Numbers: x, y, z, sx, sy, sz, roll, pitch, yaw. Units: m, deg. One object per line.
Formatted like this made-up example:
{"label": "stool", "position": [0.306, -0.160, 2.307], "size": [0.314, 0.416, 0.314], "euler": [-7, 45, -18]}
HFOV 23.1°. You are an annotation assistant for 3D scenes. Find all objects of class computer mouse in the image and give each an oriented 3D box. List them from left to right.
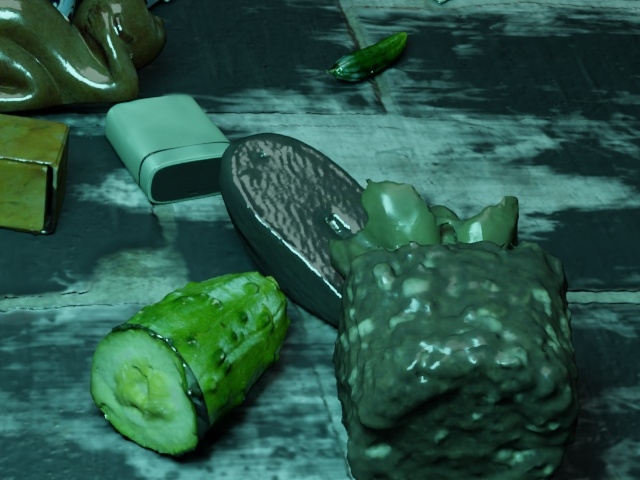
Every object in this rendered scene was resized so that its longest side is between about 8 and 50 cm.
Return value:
{"label": "computer mouse", "position": [0.000, 0.000, 1.640], "size": [0.270, 0.086, 0.137], "euler": [42, 57, 15]}

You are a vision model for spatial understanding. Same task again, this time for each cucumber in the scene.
{"label": "cucumber", "position": [-0.101, 0.092, 1.475], "size": [0.134, 0.134, 0.244], "euler": [25, 34, 18]}
{"label": "cucumber", "position": [0.063, -0.230, 2.005], "size": [0.039, 0.039, 0.168], "euler": [31, 39, 25]}

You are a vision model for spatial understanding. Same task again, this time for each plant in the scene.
{"label": "plant", "position": [0.116, 0.085, 1.457], "size": [0.215, 0.213, 0.312], "euler": [1, 35, -8]}

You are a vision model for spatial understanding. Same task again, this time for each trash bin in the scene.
{"label": "trash bin", "position": [-0.166, -0.105, 1.764], "size": [0.116, 0.059, 0.130], "euler": [-10, 40, -28]}

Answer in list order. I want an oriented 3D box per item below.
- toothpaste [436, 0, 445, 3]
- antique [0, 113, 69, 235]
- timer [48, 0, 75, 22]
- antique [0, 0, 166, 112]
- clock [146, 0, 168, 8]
{"label": "toothpaste", "position": [0.223, -0.391, 2.264], "size": [0.216, 0.037, 0.062], "euler": [-29, 53, -35]}
{"label": "antique", "position": [-0.425, -0.084, 1.643], "size": [0.310, 0.093, 0.087], "euler": [8, 36, -3]}
{"label": "timer", "position": [-0.325, -0.305, 1.881], "size": [0.255, 0.175, 0.175], "euler": [-5, 35, 10]}
{"label": "antique", "position": [-0.303, -0.225, 1.793], "size": [0.257, 0.143, 0.121], "euler": [-4, 12, -9]}
{"label": "clock", "position": [-0.296, -0.396, 2.050], "size": [0.253, 0.083, 0.186], "euler": [35, 40, 3]}
